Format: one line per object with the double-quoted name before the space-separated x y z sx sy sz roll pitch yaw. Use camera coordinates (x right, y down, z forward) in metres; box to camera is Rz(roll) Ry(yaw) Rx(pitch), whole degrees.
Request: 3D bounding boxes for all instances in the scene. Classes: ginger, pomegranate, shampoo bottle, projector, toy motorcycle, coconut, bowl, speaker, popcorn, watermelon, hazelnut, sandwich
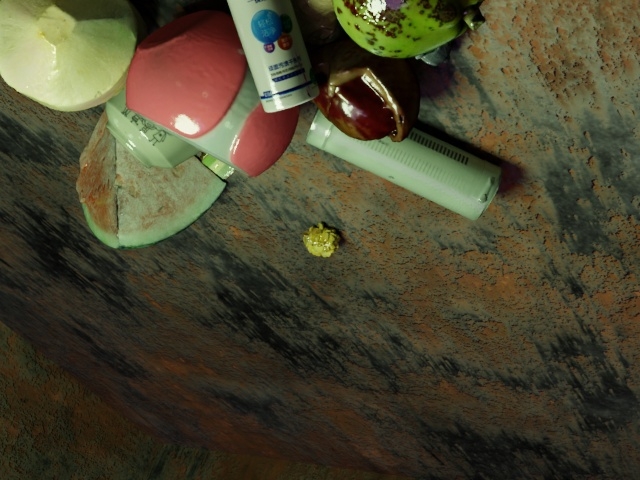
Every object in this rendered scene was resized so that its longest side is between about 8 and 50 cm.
"ginger" -0.038 -0.361 1.418 0.213 0.074 0.137 -21 109 46
"pomegranate" 0.099 -0.376 1.174 0.276 0.222 0.204 54 161 -17
"shampoo bottle" -0.087 -0.346 1.344 0.092 0.092 0.303 -4 111 39
"projector" 0.144 -0.150 1.594 0.338 0.108 0.108 25 150 -3
"toy motorcycle" 0.130 -0.312 1.343 0.193 0.124 0.061 32 105 -25
"coconut" -0.419 -0.342 1.530 0.259 0.259 0.259 17 149 11
"bowl" -0.328 -0.214 1.729 0.211 0.112 0.211 43 172 8
"speaker" -0.171 -0.233 1.522 0.294 0.294 0.294 17 149 11
"popcorn" 0.000 0.000 1.978 0.083 0.057 0.082 26 156 -10
"watermelon" -0.371 -0.150 1.954 0.283 0.292 0.250 32 -159 37
"hazelnut" 0.060 -0.238 1.457 0.202 0.160 0.170 3 140 18
"sandwich" -0.179 -0.195 1.845 0.074 0.074 0.116 39 114 -23
